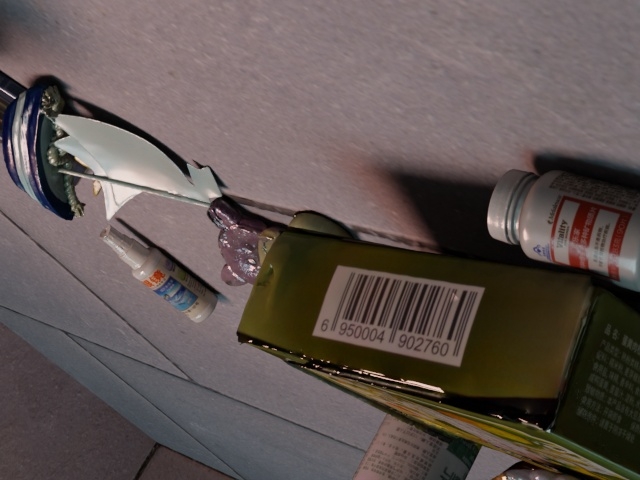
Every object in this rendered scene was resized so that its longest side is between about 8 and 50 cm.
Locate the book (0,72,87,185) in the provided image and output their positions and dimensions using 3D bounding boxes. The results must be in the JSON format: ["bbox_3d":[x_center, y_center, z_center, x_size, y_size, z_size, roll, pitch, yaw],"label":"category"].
[{"bbox_3d":[-0.422,-0.175,1.607,0.269,0.025,0.191,35,160,-11],"label":"book"}]

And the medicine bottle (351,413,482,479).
[{"bbox_3d":[0.121,0.335,1.671,0.141,0.293,0.141,28,161,10],"label":"medicine bottle"}]

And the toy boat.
[{"bbox_3d":[-0.261,-0.088,1.487,0.291,0.067,0.220,16,136,18],"label":"toy boat"}]

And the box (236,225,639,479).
[{"bbox_3d":[0.188,0.138,1.184,0.373,0.138,0.420,10,166,44],"label":"box"}]

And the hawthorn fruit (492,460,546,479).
[{"bbox_3d":[0.332,0.413,1.737,0.200,0.179,0.179,17,157,28],"label":"hawthorn fruit"}]

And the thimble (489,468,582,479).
[{"bbox_3d":[0.232,0.297,1.186,0.151,0.127,0.118,14,167,36],"label":"thimble"}]

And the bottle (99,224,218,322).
[{"bbox_3d":[-0.255,0.048,1.880,0.217,0.060,0.060,42,158,-26],"label":"bottle"}]

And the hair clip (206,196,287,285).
[{"bbox_3d":[-0.066,0.027,1.544,0.146,0.056,0.187,17,155,17],"label":"hair clip"}]

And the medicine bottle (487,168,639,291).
[{"bbox_3d":[0.212,-0.013,0.977,0.140,0.079,0.079,19,158,32],"label":"medicine bottle"}]

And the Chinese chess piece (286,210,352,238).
[{"bbox_3d":[0.000,0.000,1.405,0.084,0.034,0.084,25,161,9],"label":"Chinese chess piece"}]
